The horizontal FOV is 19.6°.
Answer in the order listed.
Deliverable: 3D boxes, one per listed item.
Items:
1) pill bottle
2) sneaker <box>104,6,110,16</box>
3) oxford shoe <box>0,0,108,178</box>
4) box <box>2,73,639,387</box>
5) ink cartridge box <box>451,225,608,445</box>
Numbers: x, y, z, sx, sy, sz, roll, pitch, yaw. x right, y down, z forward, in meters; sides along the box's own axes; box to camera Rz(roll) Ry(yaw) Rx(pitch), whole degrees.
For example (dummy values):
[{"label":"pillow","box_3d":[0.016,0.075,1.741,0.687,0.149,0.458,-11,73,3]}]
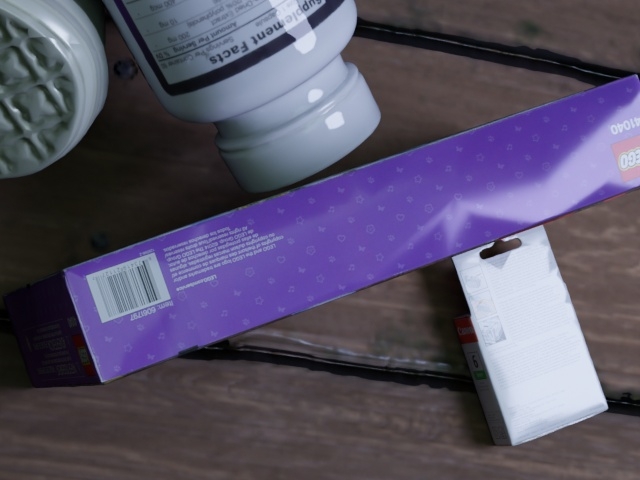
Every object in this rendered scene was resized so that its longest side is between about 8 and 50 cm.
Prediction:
[{"label":"pill bottle","box_3d":[-0.049,-0.124,0.884,0.108,0.108,0.193,-35,110,-17]},{"label":"sneaker","box_3d":[0.028,-0.229,0.938,0.323,0.236,0.130,-28,93,-18]},{"label":"oxford shoe","box_3d":[-0.308,-0.164,0.896,0.449,0.169,0.130,21,39,-6]},{"label":"box","box_3d":[0.000,0.000,0.924,0.293,0.201,0.057,-19,91,-17]},{"label":"ink cartridge box","box_3d":[0.112,0.052,1.043,0.063,0.029,0.115,-18,89,-17]}]
